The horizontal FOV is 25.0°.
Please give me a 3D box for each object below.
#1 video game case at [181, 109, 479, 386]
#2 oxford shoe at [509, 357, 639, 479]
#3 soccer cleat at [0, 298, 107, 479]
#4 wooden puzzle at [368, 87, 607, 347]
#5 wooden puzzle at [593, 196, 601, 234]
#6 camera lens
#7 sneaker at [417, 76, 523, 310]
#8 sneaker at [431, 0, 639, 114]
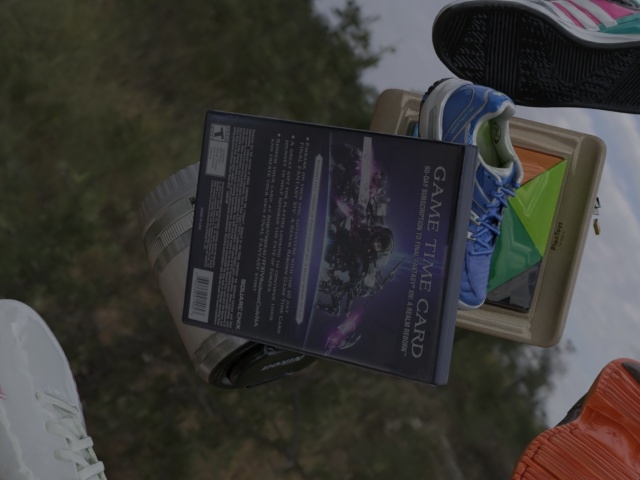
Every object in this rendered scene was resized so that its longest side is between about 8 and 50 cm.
[{"bbox_3d":[0.000,0.000,1.226,0.026,0.274,0.196,0,99,-54],"label":"video game case"},{"bbox_3d":[0.274,0.264,1.555,0.130,0.132,0.364,43,38,12],"label":"oxford shoe"},{"bbox_3d":[-0.200,0.206,1.146,0.116,0.143,0.331,-13,96,-52],"label":"soccer cleat"},{"bbox_3d":[0.149,-0.024,1.452,0.044,0.239,0.220,20,83,-84],"label":"wooden puzzle"},{"bbox_3d":[0.374,-0.067,1.998,0.078,0.014,0.116,-21,96,-75],"label":"wooden puzzle"},{"bbox_3d":[-0.105,0.047,1.951,0.274,0.219,0.219,64,5,20],"label":"camera lens"},{"bbox_3d":[0.133,-0.038,1.288,0.081,0.080,0.211,10,-72,46],"label":"sneaker"},{"bbox_3d":[0.247,-0.227,1.554,0.178,0.296,0.123,-107,-149,-59],"label":"sneaker"}]
